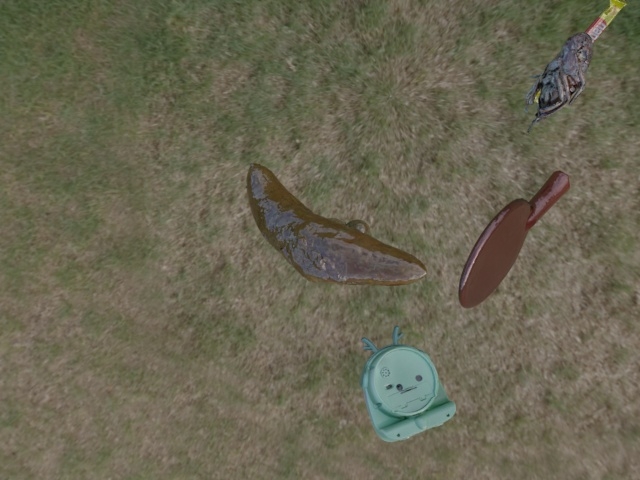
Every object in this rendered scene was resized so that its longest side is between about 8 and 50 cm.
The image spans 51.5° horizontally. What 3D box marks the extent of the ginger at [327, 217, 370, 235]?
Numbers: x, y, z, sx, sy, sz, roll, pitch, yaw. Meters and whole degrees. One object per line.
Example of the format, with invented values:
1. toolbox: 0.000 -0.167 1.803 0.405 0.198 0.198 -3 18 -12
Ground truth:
1. ginger: 0.032 -0.021 1.743 0.204 0.104 0.080 0 73 -16

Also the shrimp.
1. shrimp: 0.410 -0.269 1.152 0.073 0.075 0.190 18 121 -19

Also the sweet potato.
1. sweet potato: -0.003 0.002 0.994 0.341 0.092 0.114 32 90 28

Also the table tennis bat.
1. table tennis bat: 0.161 -0.005 0.551 0.019 0.098 0.154 31 62 31

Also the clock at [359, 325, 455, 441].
1. clock: 0.154 0.273 1.291 0.159 0.066 0.211 -19 74 -16

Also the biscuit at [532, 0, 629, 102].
1. biscuit: 0.582 -0.430 1.510 0.048 0.026 0.292 20 131 -16
